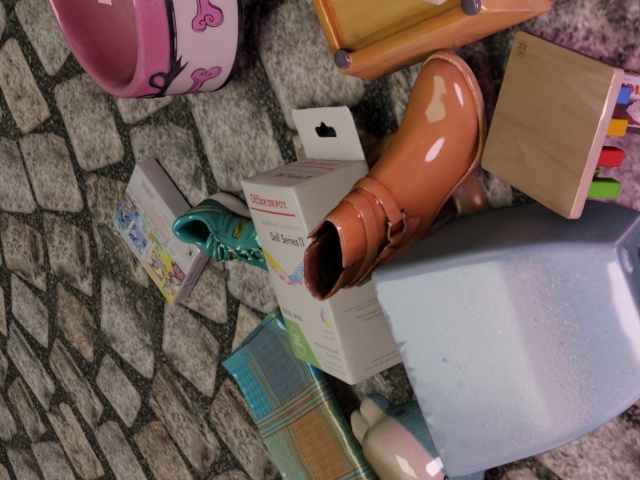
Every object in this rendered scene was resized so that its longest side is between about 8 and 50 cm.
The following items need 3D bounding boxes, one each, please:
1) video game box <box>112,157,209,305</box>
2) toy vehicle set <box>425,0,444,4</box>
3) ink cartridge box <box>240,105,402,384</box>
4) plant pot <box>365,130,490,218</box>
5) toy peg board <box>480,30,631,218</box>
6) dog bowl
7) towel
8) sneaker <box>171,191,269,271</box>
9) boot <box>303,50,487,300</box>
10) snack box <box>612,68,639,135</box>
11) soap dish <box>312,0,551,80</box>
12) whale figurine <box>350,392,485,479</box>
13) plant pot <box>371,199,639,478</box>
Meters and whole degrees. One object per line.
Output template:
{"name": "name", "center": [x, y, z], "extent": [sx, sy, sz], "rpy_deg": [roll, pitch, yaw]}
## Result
{"name": "video game box", "center": [-0.284, -0.014, 1.838], "extent": [0.205, 0.048, 0.187], "rpy_deg": [53, 139, 15]}
{"name": "toy vehicle set", "center": [0.024, -0.357, 1.076], "extent": [0.267, 0.035, 0.166], "rpy_deg": [27, 144, 37]}
{"name": "ink cartridge box", "center": [0.000, 0.000, 1.417], "extent": [0.207, 0.119, 0.353], "rpy_deg": [11, 120, 65]}
{"name": "plant pot", "center": [0.127, -0.030, 1.368], "extent": [0.236, 0.032, 0.236], "rpy_deg": [27, 129, 39]}
{"name": "toy peg board", "center": [0.269, -0.126, 1.106], "extent": [0.161, 0.079, 0.161], "rpy_deg": [41, 125, 52]}
{"name": "dog bowl", "center": [-0.281, -0.389, 1.490], "extent": [0.408, 0.150, 0.408], "rpy_deg": [41, 145, 38]}
{"name": "towel", "center": [-0.034, 0.312, 1.691], "extent": [0.370, 0.040, 0.271], "rpy_deg": [62, 147, 12]}
{"name": "sneaker", "center": [-0.125, 0.008, 1.616], "extent": [0.275, 0.110, 0.107], "rpy_deg": [20, 124, 41]}
{"name": "boot", "center": [0.076, -0.070, 1.198], "extent": [0.109, 0.220, 0.283], "rpy_deg": [39, 136, 28]}
{"name": "snack box", "center": [0.367, -0.133, 1.041], "extent": [0.178, 0.022, 0.064], "rpy_deg": [19, 122, 43]}
{"name": "soap dish", "center": [0.100, -0.322, 1.168], "extent": [0.291, 0.118, 0.229], "rpy_deg": [-13, 100, 50]}
{"name": "whale figurine", "center": [0.139, 0.297, 1.480], "extent": [0.216, 0.141, 0.272], "rpy_deg": [57, 167, -12]}
{"name": "plant pot", "center": [0.252, 0.084, 1.128], "extent": [0.252, 0.247, 0.248], "rpy_deg": [-19, 96, 35]}
